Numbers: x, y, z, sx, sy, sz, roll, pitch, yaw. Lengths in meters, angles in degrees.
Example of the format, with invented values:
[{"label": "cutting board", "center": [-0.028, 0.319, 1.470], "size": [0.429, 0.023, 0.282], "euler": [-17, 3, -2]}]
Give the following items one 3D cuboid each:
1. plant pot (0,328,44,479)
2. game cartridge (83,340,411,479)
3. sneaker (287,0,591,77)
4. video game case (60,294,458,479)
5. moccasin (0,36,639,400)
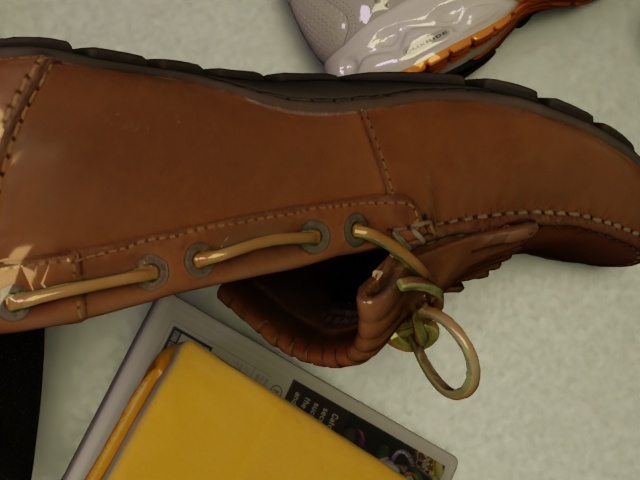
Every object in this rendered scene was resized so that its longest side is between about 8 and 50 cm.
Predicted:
[{"label": "plant pot", "center": [-0.226, 0.002, 0.764], "size": [0.188, 0.187, 0.167], "euler": [3, 64, 23]}, {"label": "game cartridge", "center": [0.000, 0.247, 0.768], "size": [0.324, 0.053, 0.285], "euler": [35, 66, -14]}, {"label": "sneaker", "center": [0.096, -0.170, 0.860], "size": [0.262, 0.099, 0.121], "euler": [-30, 82, -7]}, {"label": "video game case", "center": [-0.043, 0.147, 0.813], "size": [0.173, 0.022, 0.190], "euler": [31, 67, -12]}, {"label": "moccasin", "center": [0.002, 0.000, 0.754], "size": [0.380, 0.139, 0.147], "euler": [1, 83, -42]}]
